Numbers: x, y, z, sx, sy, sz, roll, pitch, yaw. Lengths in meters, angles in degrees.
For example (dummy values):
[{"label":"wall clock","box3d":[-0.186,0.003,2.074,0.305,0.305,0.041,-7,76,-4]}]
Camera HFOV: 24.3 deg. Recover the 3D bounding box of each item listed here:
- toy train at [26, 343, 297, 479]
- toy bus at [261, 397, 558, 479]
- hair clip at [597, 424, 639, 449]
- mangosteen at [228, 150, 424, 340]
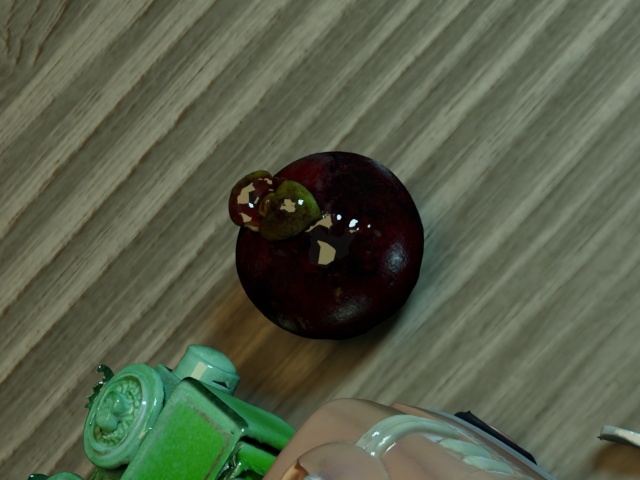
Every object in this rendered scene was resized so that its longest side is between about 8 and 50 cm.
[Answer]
[{"label":"toy train","box3d":[-0.115,0.204,1.094,0.243,0.132,0.188,-58,39,1]},{"label":"toy bus","box3d":[0.081,0.211,0.928,0.288,0.232,0.194,34,87,39]},{"label":"hair clip","box3d":[0.286,0.152,0.945,0.226,0.034,0.072,31,87,36]},{"label":"mangosteen","box3d":[0.000,0.000,1.117,0.153,0.152,0.152,-13,64,27]}]
